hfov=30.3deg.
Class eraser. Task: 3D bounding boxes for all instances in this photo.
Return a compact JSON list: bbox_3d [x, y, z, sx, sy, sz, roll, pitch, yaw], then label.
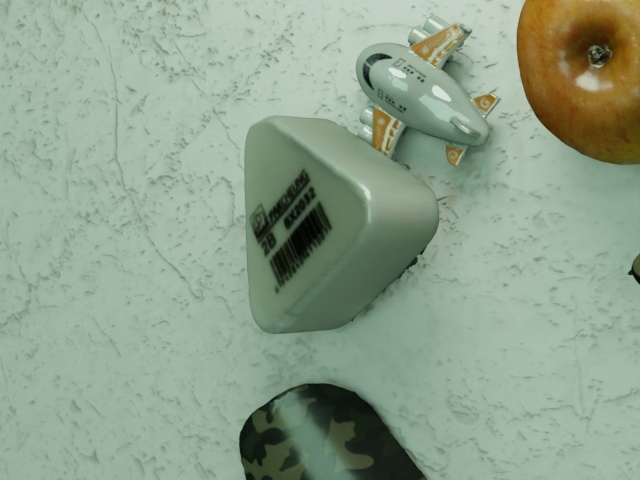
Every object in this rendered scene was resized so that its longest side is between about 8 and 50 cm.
[{"bbox_3d":[0.000,0.000,1.757,0.331,0.149,0.331,7,98,52],"label":"eraser"}]

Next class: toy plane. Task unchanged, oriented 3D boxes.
[{"bbox_3d":[0.149,-0.213,1.747,0.244,0.117,0.245,0,90,26],"label":"toy plane"}]

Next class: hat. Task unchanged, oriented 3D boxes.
[{"bbox_3d":[0.013,0.421,1.760,0.366,0.257,0.382,-42,91,17],"label":"hat"}]

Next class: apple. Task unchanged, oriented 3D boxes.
[{"bbox_3d":[0.394,-0.244,1.534,0.298,0.275,0.299,7,107,23],"label":"apple"}]

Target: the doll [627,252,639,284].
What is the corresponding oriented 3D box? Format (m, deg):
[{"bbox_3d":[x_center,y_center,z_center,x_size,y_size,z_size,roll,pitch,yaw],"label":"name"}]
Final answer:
[{"bbox_3d":[0.503,0.032,1.589,0.179,0.102,0.089,-9,124,25],"label":"doll"}]
